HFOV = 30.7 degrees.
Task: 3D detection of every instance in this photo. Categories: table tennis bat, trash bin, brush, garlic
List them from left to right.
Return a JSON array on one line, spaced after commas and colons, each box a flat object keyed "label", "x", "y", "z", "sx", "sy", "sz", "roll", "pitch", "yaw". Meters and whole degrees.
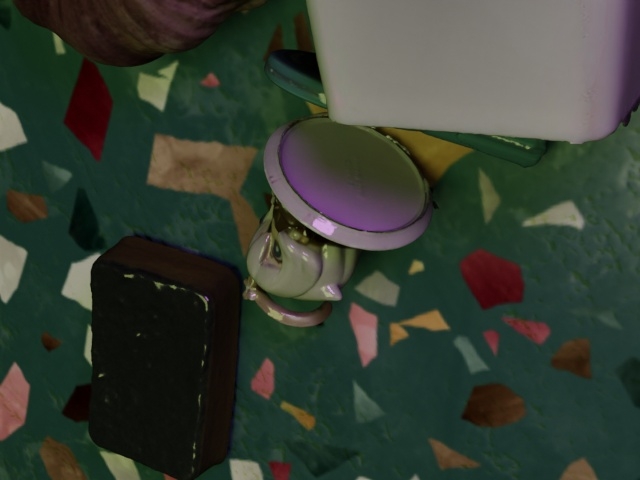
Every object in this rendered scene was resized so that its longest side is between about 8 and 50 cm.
[{"label": "garlic", "x": -0.144, "y": -0.242, "z": 0.815, "sx": 0.244, "sy": 0.160, "sz": 0.245, "roll": 5, "pitch": 101, "yaw": 24}, {"label": "brush", "x": -0.138, "y": 0.104, "z": 1.001, "sx": 0.123, "sy": 0.059, "sz": 0.197, "roll": 15, "pitch": 115, "yaw": 22}, {"label": "table tennis bat", "x": 0.059, "y": -0.092, "z": 0.797, "sx": 0.201, "sy": 0.124, "sz": 0.033, "roll": 17, "pitch": 109, "yaw": -1}, {"label": "trash bin", "x": 0.113, "y": -0.251, "z": 0.631, "sx": 0.296, "sy": 0.256, "sz": 0.368, "roll": 6, "pitch": 117, "yaw": 24}]

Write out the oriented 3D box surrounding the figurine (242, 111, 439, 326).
[{"label": "figurine", "x": 0.000, "y": 0.000, "z": 0.864, "sx": 0.132, "sy": 0.132, "sz": 0.154, "roll": 39, "pitch": 134, "yaw": 11}]
